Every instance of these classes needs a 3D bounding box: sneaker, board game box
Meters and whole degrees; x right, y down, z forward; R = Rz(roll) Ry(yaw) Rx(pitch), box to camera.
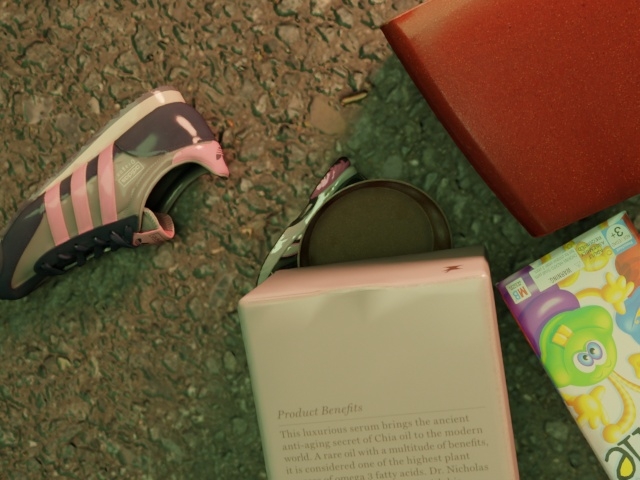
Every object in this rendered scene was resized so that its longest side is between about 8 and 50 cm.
[{"bbox_3d":[0.000,0.000,1.074,0.077,0.072,0.178,37,101,0],"label":"sneaker"},{"bbox_3d":[0.303,0.127,0.964,0.142,0.144,0.275,-31,81,10],"label":"board game box"},{"bbox_3d":[-0.242,-0.023,1.101,0.319,0.112,0.131,-44,77,8],"label":"sneaker"}]

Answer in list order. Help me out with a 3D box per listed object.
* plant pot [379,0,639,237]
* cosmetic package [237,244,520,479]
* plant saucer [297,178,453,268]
[{"bbox_3d":[0.234,-0.154,0.946,0.267,0.267,0.235,-26,95,10],"label":"plant pot"},{"bbox_3d":[0.080,0.248,0.959,0.230,0.161,0.453,-7,98,11],"label":"cosmetic package"},{"bbox_3d":[0.056,0.011,1.047,0.168,0.029,0.168,-4,112,-11],"label":"plant saucer"}]
